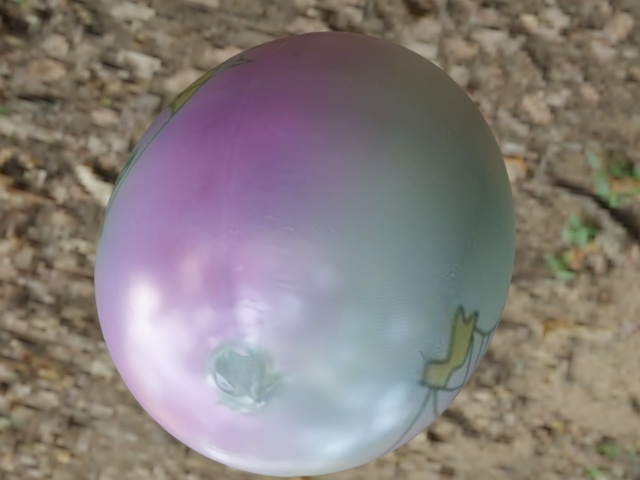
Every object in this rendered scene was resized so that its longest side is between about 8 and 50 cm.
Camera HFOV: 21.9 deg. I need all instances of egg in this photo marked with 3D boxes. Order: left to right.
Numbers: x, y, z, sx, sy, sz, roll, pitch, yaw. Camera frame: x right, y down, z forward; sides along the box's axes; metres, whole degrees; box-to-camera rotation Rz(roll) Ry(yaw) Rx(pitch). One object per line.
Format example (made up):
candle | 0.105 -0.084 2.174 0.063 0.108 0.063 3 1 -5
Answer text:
egg | 0.000 0.000 0.794 0.196 0.196 0.271 6 -167 16
